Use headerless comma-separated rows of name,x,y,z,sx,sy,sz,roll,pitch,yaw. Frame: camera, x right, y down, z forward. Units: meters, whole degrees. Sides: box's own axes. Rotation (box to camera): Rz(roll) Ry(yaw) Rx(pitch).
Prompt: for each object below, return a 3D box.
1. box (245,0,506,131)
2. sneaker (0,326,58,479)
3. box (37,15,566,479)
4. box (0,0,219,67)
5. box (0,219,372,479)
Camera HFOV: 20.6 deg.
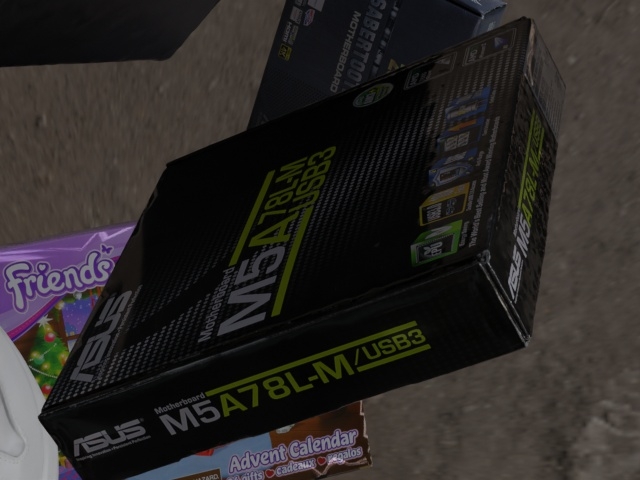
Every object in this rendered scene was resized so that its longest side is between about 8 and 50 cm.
box,0.043,-0.143,1.572,0.183,0.059,0.232,29,120,18
sneaker,-0.227,0.169,0.995,0.114,0.152,0.305,-4,67,13
box,0.000,0.000,0.683,0.184,0.190,0.045,-18,117,23
box,-0.183,-0.242,0.870,0.296,0.294,0.183,47,111,10
box,-0.120,0.087,1.201,0.293,0.057,0.201,-11,96,-20
